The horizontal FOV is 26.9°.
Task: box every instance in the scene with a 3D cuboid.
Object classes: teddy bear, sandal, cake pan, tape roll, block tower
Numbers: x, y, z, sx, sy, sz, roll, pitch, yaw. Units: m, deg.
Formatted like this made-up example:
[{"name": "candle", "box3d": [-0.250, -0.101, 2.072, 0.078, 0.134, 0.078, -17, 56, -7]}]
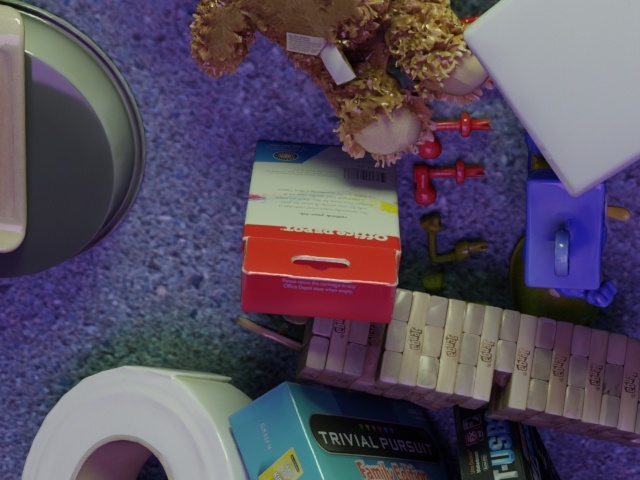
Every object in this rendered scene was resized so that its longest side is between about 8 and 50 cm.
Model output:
[{"name": "teddy bear", "box3d": [-0.001, -0.212, 1.105, 0.338, 0.113, 0.245, 29, 131, -2]}, {"name": "sandal", "box3d": [0.033, 0.092, 1.344, 0.240, 0.088, 0.079, 26, 88, -21]}, {"name": "cake pan", "box3d": [-0.312, -0.083, 1.245, 0.293, 0.054, 0.293, 1, 122, 1]}, {"name": "tape roll", "box3d": [-0.166, 0.266, 1.324, 0.286, 0.286, 0.100, -41, 151, 23]}, {"name": "block tower", "box3d": [0.153, 0.114, 1.246, 0.336, 0.091, 0.097, 12, 166, -5]}]

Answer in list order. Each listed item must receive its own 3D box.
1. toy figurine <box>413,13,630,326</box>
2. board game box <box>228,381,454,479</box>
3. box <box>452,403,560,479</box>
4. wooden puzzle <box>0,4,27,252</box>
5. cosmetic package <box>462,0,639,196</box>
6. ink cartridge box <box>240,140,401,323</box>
[{"name": "toy figurine", "box3d": [0.180, -0.012, 1.178, 0.191, 0.217, 0.362, 0, 121, 2]}, {"name": "board game box", "box3d": [0.069, 0.307, 1.255, 0.079, 0.336, 0.254, -34, 153, 23]}, {"name": "box", "box3d": [0.219, 0.314, 1.330, 0.073, 0.295, 0.293, -23, 119, 13]}, {"name": "wooden puzzle", "box3d": [-0.372, -0.100, 1.178, 0.221, 0.044, 0.238, 7, 121, -2]}, {"name": "cosmetic package", "box3d": [0.343, -0.228, 0.930, 0.453, 0.230, 0.161, -35, 87, 44]}, {"name": "ink cartridge box", "box3d": [0.000, 0.000, 1.181, 0.134, 0.231, 0.078, 5, 121, -1]}]
